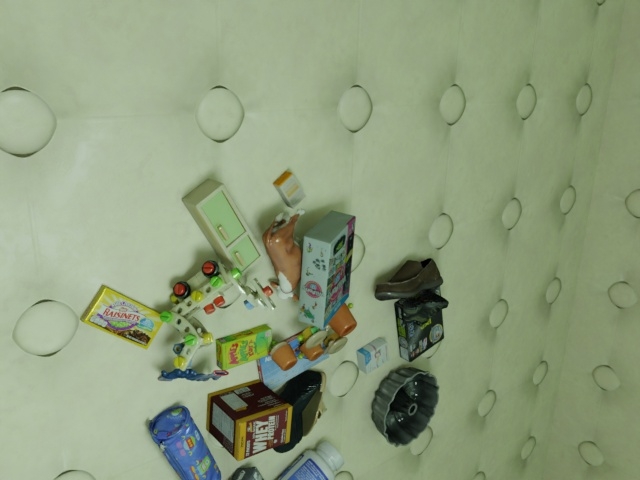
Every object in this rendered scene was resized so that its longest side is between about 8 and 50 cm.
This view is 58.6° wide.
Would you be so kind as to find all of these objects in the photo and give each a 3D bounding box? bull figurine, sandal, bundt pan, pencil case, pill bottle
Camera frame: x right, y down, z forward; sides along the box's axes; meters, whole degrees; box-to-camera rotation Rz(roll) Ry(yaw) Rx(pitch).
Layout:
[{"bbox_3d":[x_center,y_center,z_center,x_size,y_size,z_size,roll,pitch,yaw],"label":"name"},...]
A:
[{"bbox_3d":[-0.095,0.045,1.749,0.310,0.101,0.188,78,34,-50],"label":"bull figurine"},{"bbox_3d":[-0.005,0.591,2.045,0.079,0.088,0.240,16,89,-36],"label":"sandal"},{"bbox_3d":[0.334,0.666,2.334,0.330,0.124,0.331,-14,112,-37],"label":"bundt pan"},{"bbox_3d":[-0.400,0.635,1.700,0.133,0.119,0.306,-59,139,-50],"label":"pencil case"},{"bbox_3d":[-0.044,0.861,2.058,0.272,0.152,0.152,-38,126,-24],"label":"pill bottle"}]

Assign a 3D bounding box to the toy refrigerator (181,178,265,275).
[{"bbox_3d":[-0.267,-0.032,1.608,0.102,0.094,0.270,-42,128,-22],"label":"toy refrigerator"}]

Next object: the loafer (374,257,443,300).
[{"bbox_3d":[0.325,0.143,2.167,0.365,0.133,0.130,-12,89,-48],"label":"loafer"}]

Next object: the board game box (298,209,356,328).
[{"bbox_3d":[0.023,0.088,1.808,0.224,0.097,0.304,-44,144,-55],"label":"board game box"}]

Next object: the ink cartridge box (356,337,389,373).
[{"bbox_3d":[0.204,0.444,2.196,0.122,0.052,0.089,-25,119,-33],"label":"ink cartridge box"}]

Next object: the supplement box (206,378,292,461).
[{"bbox_3d":[-0.223,0.553,1.774,0.191,0.194,0.129,-7,109,-39],"label":"supplement box"}]

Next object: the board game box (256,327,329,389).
[{"bbox_3d":[-0.090,0.395,1.947,0.281,0.027,0.145,-22,119,-33],"label":"board game box"}]

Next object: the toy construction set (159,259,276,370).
[{"bbox_3d":[-0.294,0.186,1.569,0.327,0.215,0.151,-31,161,-7],"label":"toy construction set"}]

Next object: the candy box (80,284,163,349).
[{"bbox_3d":[-0.520,0.208,1.519,0.206,0.027,0.105,38,76,-41],"label":"candy box"}]

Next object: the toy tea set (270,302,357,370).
[{"bbox_3d":[-0.027,0.307,1.894,0.336,0.124,0.200,-9,140,-45],"label":"toy tea set"}]

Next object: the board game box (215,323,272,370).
[{"bbox_3d":[-0.238,0.335,1.790,0.181,0.043,0.092,-13,113,-37],"label":"board game box"}]

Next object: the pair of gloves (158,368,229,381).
[{"bbox_3d":[-0.370,0.384,1.632,0.198,0.159,0.023,14,63,-37],"label":"pair of gloves"}]

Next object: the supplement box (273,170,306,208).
[{"bbox_3d":[-0.095,-0.155,1.750,0.062,0.036,0.098,-46,129,-19],"label":"supplement box"}]

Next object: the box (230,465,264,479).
[{"bbox_3d":[-0.246,0.979,1.798,0.318,0.097,0.395,62,30,-15],"label":"box"}]

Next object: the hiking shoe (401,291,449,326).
[{"bbox_3d":[0.401,0.273,2.219,0.226,0.086,0.114,-5,119,-32],"label":"hiking shoe"}]

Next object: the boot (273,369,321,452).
[{"bbox_3d":[-0.085,0.594,1.978,0.246,0.094,0.207,-39,140,-42],"label":"boot"}]

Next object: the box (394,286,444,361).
[{"bbox_3d":[0.406,0.330,2.324,0.216,0.060,0.270,-25,119,-31],"label":"box"}]
